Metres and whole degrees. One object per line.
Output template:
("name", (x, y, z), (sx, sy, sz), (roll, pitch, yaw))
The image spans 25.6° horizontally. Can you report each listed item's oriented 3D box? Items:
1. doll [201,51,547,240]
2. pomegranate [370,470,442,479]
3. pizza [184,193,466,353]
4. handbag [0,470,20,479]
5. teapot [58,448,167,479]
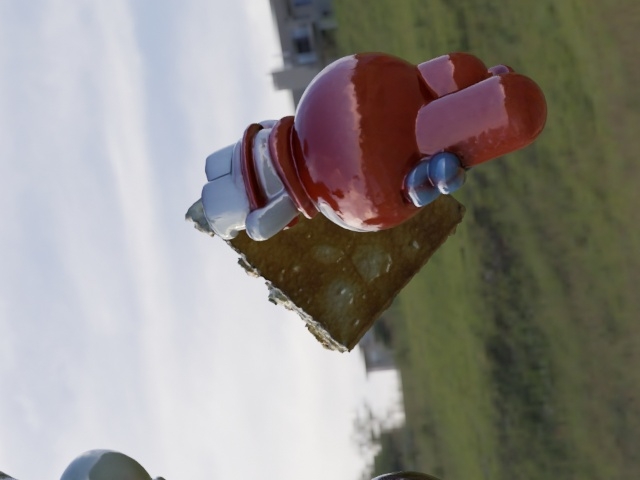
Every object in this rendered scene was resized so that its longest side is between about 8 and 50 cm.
("doll", (0.041, -0.080, 1.130), (0.161, 0.290, 0.130), (-86, -29, -49))
("pomegranate", (0.059, 0.302, 1.304), (0.181, 0.224, 0.181), (1, -91, -45))
("pizza", (0.013, -0.031, 1.732), (0.258, 0.268, 0.087), (45, 161, -4))
("handbag", (-0.411, 0.367, 1.411), (0.247, 0.240, 0.341), (-11, -57, -55))
("teapot", (-0.232, 0.380, 1.662), (0.318, 0.149, 0.220), (90, -178, -58))
